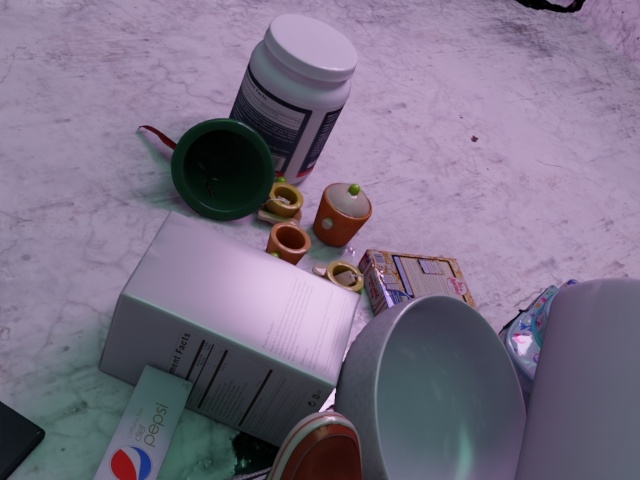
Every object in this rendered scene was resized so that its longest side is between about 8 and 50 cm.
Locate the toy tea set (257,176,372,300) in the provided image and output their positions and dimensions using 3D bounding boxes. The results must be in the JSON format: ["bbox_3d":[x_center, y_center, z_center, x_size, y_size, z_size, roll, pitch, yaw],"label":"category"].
[{"bbox_3d":[0.000,0.000,1.280,0.199,0.124,0.336,13,42,-18],"label":"toy tea set"}]

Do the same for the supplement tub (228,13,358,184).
[{"bbox_3d":[-0.059,-0.255,1.398,0.191,0.272,0.191,16,41,-15],"label":"supplement tub"}]

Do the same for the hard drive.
[{"bbox_3d":[-0.401,0.247,0.874,0.094,0.022,0.135,32,40,4],"label":"hard drive"}]

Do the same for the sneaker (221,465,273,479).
[{"bbox_3d":[-0.117,0.364,0.862,0.343,0.134,0.146,-20,23,-34],"label":"sneaker"}]

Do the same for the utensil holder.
[{"bbox_3d":[0.418,0.282,0.957,0.327,0.327,0.386,21,69,-9],"label":"utensil holder"}]

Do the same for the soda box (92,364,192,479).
[{"bbox_3d":[-0.226,0.262,0.917,0.069,0.074,0.216,23,40,-7],"label":"soda box"}]

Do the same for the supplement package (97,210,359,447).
[{"bbox_3d":[-0.124,0.125,1.040,0.292,0.175,0.178,25,42,-4],"label":"supplement package"}]

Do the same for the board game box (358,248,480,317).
[{"bbox_3d":[0.178,0.091,1.347,0.193,0.045,0.147,7,44,-24],"label":"board game box"}]

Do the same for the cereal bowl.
[{"bbox_3d":[0.136,0.251,1.037,0.338,0.141,0.339,18,63,-41],"label":"cereal bowl"}]

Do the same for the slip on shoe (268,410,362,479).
[{"bbox_3d":[0.005,0.346,0.791,0.123,0.101,0.332,5,90,-35],"label":"slip on shoe"}]

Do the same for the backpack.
[{"bbox_3d":[0.406,0.204,1.262,0.225,0.191,0.253,45,48,17],"label":"backpack"}]

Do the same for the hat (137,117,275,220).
[{"bbox_3d":[-0.193,-0.155,1.357,0.208,0.173,0.183,54,-1,-23],"label":"hat"}]
